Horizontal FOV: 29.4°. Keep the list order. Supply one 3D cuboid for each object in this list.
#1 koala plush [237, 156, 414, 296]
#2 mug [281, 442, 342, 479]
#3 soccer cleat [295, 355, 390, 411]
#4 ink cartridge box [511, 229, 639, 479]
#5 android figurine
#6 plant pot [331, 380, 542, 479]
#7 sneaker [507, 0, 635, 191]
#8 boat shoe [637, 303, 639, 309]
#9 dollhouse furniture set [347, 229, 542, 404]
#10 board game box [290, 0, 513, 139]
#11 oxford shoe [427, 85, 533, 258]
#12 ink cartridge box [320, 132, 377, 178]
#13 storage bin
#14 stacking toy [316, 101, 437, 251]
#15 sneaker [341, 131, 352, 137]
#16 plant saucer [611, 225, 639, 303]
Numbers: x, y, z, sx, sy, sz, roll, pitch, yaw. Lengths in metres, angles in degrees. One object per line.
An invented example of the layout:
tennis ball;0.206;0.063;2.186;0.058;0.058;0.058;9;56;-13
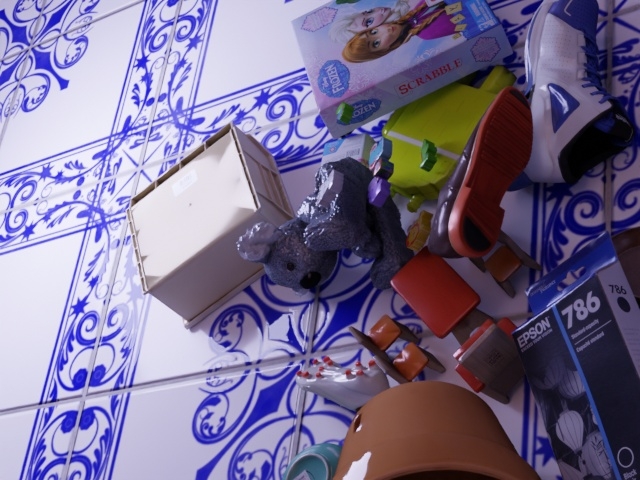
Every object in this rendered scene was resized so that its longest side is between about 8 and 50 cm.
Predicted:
koala plush;0.000;0.000;1.897;0.221;0.196;0.203;-35;44;27
mug;0.019;0.347;1.692;0.157;0.097;0.129;-8;57;37
soccer cleat;0.031;0.218;1.803;0.068;0.076;0.196;-33;16;-33
ink cartridge box;0.333;0.164;1.489;0.165;0.065;0.333;-44;50;41
android figurine;0.194;-0.167;1.942;0.248;0.056;0.273;24;77;47
plant pot;0.134;0.313;1.508;0.291;0.291;0.203;-33;28;18
sneaker;0.380;-0.206;1.775;0.182;0.127;0.316;10;75;40
boat shoe;0.418;0.149;1.507;0.095;0.079;0.254;-36;44;14
dollhouse furniture set;0.186;0.099;1.698;0.262;0.135;0.259;-46;42;4
board game box;0.124;-0.341;2.039;0.318;0.066;0.319;-26;37;7
oxford shoe;0.216;-0.098;1.702;0.098;0.097;0.271;-11;48;54
ink cartridge box;0.046;-0.108;2.029;0.088;0.052;0.122;-12;52;35
storage bin;-0.193;-0.034;2.129;0.262;0.123;0.260;-36;43;16
stacking toy;0.087;-0.099;1.807;0.052;0.167;0.221;-51;21;41
sneaker;0.079;-0.235;2.063;0.074;0.063;0.170;7;43;38
plant saucer;0.439;0.037;1.556;0.168;0.029;0.168;-4;33;3
